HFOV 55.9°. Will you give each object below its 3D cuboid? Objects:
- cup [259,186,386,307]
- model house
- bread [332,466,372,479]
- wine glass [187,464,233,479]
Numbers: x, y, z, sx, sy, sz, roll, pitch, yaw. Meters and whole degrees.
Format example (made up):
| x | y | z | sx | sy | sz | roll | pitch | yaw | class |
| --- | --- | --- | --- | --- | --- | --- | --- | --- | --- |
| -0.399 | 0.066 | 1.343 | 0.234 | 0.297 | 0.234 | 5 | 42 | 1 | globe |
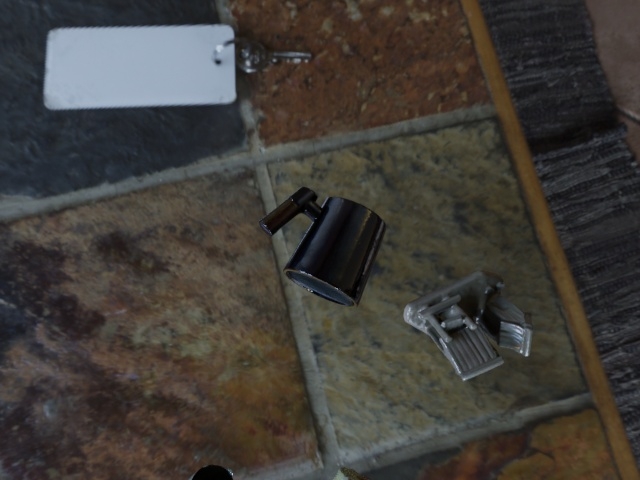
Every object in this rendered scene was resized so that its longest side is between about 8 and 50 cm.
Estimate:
| x | y | z | sx | sy | sz | roll | pitch | yaw | class |
| --- | --- | --- | --- | --- | --- | --- | --- | --- | --- |
| 0.013 | 0.003 | 1.200 | 0.239 | 0.166 | 0.177 | 37 | 72 | -36 | cup |
| 0.302 | 0.175 | 1.177 | 0.229 | 0.122 | 0.188 | -20 | 41 | -11 | model house |
| 0.028 | 0.616 | 1.137 | 0.187 | 0.155 | 0.338 | 36 | 83 | -23 | bread |
| -0.156 | 0.340 | 0.746 | 0.074 | 0.262 | 0.074 | 12 | 50 | -15 | wine glass |
